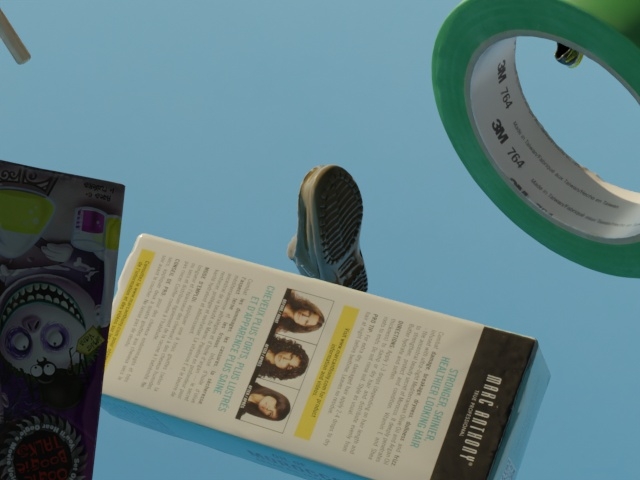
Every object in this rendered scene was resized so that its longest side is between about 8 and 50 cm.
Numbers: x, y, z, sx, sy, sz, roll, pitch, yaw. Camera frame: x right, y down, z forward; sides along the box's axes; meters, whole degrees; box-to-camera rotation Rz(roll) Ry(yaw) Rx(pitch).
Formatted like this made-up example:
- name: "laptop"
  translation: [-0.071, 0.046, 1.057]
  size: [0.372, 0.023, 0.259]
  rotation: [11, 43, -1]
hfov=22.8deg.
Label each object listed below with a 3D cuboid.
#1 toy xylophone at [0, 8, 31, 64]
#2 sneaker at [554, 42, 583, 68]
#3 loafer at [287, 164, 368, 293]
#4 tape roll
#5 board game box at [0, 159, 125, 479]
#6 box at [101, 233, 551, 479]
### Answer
- name: "toy xylophone"
  translation: [-0.343, -0.152, 1.095]
  size: [0.081, 0.236, 0.322]
  rotation: [-120, 5, -62]
- name: "sneaker"
  translation: [0.297, -0.244, 1.858]
  size: [0.035, 0.031, 0.083]
  rotation: [3, -81, -47]
- name: "loafer"
  translation: [0.000, 0.000, 1.179]
  size: [0.050, 0.148, 0.056]
  rotation: [25, -128, 28]
- name: "tape roll"
  translation: [0.250, -0.114, 1.480]
  size: [0.321, 0.321, 0.077]
  rotation: [47, -118, 1]
- name: "board game box"
  translation: [-0.252, 0.048, 0.595]
  size: [0.347, 0.056, 0.208]
  rotation: [10, -99, -26]
- name: "box"
  translation: [-0.005, 0.078, 0.879]
  size: [0.244, 0.060, 0.100]
  rotation: [15, -108, 21]
